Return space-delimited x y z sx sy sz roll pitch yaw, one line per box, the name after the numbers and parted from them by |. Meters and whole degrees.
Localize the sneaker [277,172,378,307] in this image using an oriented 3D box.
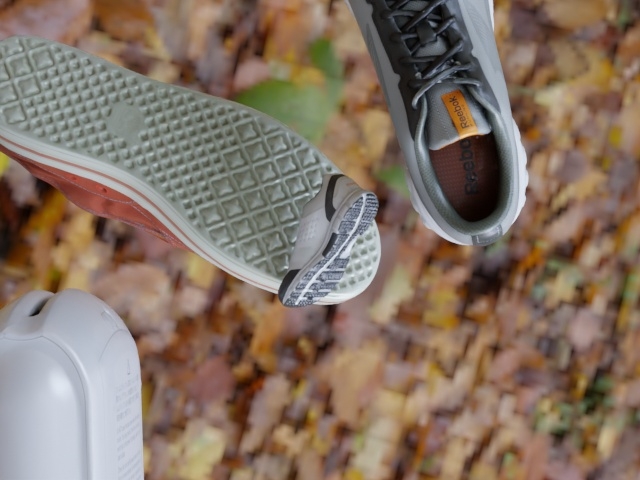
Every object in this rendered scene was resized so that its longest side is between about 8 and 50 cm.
0.000 0.000 1.311 0.040 0.044 0.109 8 121 -51 | sneaker

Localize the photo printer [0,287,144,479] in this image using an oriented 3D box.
-0.188 0.188 1.327 0.256 0.107 0.307 -30 118 -88 | photo printer

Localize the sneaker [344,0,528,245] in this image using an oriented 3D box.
0.081 -0.123 1.243 0.108 0.100 0.271 -92 163 -81 | sneaker

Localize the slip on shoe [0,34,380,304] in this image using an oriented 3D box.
-0.107 -0.049 1.389 0.101 0.331 0.123 111 4 -70 | slip on shoe
